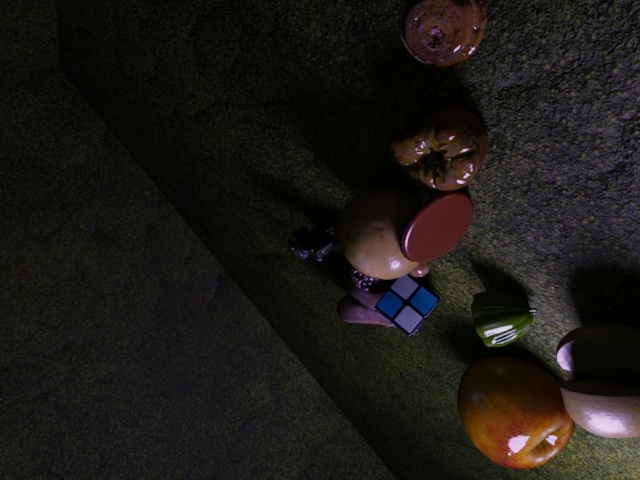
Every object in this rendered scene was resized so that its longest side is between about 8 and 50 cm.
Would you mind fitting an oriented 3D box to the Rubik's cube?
[{"bbox_3d":[0.320,0.237,1.715,0.167,0.183,0.180,38,175,17],"label":"Rubik's cube"}]

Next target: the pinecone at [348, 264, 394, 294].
[{"bbox_3d":[0.202,0.107,1.785,0.179,0.184,0.204,41,-175,-13],"label":"pinecone"}]

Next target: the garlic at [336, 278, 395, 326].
[{"bbox_3d":[0.198,0.251,2.017,0.246,0.231,0.340,6,176,-13],"label":"garlic"}]

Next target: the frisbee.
[{"bbox_3d":[0.335,-0.035,1.330,0.021,0.251,0.250,52,161,43],"label":"frisbee"}]

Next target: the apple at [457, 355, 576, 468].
[{"bbox_3d":[0.665,0.583,1.619,0.384,0.373,0.374,17,170,-33],"label":"apple"}]

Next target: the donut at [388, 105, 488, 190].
[{"bbox_3d":[0.312,-0.235,1.223,0.262,0.128,0.208,2,130,54],"label":"donut"}]

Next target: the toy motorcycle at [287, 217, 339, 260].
[{"bbox_3d":[0.000,0.000,1.901,0.275,0.205,0.127,19,140,52],"label":"toy motorcycle"}]

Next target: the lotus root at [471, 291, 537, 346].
[{"bbox_3d":[0.583,0.231,1.432,0.186,0.186,0.186,35,150,24],"label":"lotus root"}]

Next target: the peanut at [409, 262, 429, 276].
[{"bbox_3d":[0.285,0.049,1.656,0.226,0.108,0.095,36,159,17],"label":"peanut"}]

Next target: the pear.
[{"bbox_3d":[0.196,-0.028,1.487,0.309,0.309,0.309,35,150,24],"label":"pear"}]

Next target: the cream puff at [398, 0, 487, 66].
[{"bbox_3d":[0.263,-0.464,0.996,0.189,0.129,0.189,26,139,24],"label":"cream puff"}]

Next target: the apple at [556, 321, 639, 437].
[{"bbox_3d":[0.753,0.354,1.194,0.254,0.292,0.291,-9,122,31],"label":"apple"}]
